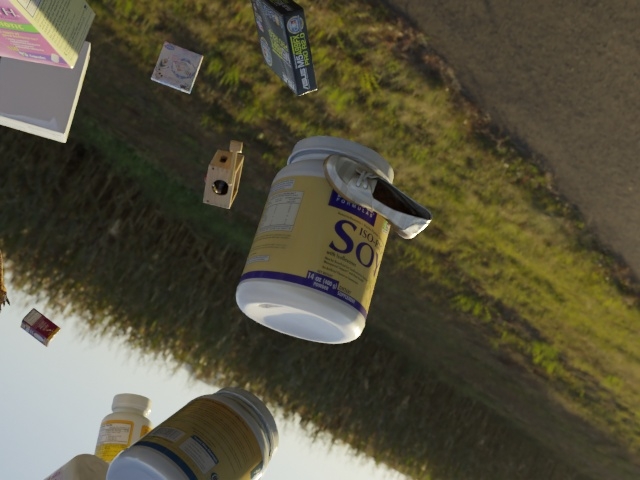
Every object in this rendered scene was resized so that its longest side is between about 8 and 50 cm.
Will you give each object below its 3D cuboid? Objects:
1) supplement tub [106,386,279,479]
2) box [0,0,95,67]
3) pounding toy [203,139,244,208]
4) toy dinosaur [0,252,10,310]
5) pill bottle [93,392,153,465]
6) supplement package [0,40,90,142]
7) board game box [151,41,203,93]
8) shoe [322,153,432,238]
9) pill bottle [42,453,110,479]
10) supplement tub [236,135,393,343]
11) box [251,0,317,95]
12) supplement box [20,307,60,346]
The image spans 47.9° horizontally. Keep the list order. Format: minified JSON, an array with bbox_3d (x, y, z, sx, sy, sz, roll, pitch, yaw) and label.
[{"bbox_3d":[-0.157,0.288,0.928,0.144,0.144,0.199,24,-152,22],"label":"supplement tub"},{"bbox_3d":[-0.534,-0.409,1.181,0.213,0.117,0.243,12,164,14],"label":"box"},{"bbox_3d":[-0.289,-0.207,2.112,0.094,0.206,0.181,14,-151,-1],"label":"pounding toy"},{"bbox_3d":[-0.735,0.113,1.641,0.064,0.211,0.112,9,150,-24],"label":"toy dinosaur"},{"bbox_3d":[-0.431,0.448,1.576,0.117,0.208,0.117,2,148,1],"label":"pill bottle"},{"bbox_3d":[-0.752,-0.424,1.934,0.204,0.262,0.145,15,174,-17],"label":"supplement package"},{"bbox_3d":[-0.321,-0.387,1.613,0.090,0.090,0.020,20,175,-8],"label":"board game box"},{"bbox_3d":[0.101,-0.083,1.232,0.219,0.076,0.058,34,146,-21],"label":"shoe"},{"bbox_3d":[-0.515,0.548,1.337,0.169,0.301,0.169,53,-178,-3],"label":"pill bottle"},{"bbox_3d":[0.000,0.000,1.337,0.241,0.331,0.241,14,160,6],"label":"supplement tub"},{"bbox_3d":[-0.099,-0.526,1.865,0.270,0.060,0.216,-126,20,-49],"label":"box"},{"bbox_3d":[-0.679,0.212,1.748,0.083,0.043,0.055,38,144,-4],"label":"supplement box"}]
